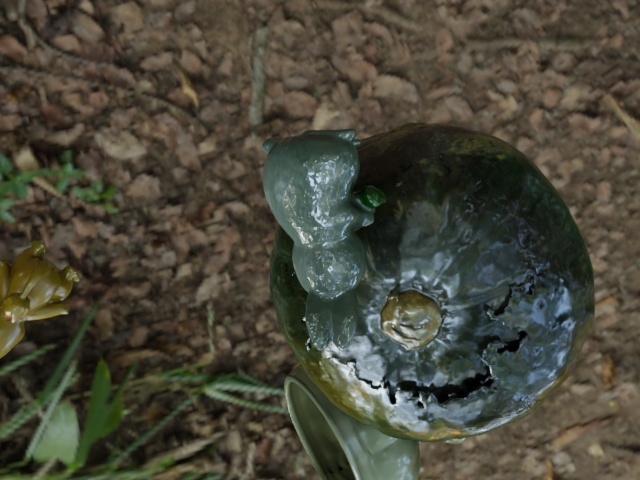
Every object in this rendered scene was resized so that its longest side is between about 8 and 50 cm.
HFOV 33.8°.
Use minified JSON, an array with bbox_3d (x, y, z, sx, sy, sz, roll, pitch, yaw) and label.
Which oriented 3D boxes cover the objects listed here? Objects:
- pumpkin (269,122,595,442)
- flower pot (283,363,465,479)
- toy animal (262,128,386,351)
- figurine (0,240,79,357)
[{"bbox_3d":[0.150,0.059,1.459,0.454,0.454,0.344,-31,180,12],"label":"pumpkin"},{"bbox_3d":[0.104,0.310,1.843,0.244,0.307,0.307,-24,146,-18],"label":"flower pot"},{"bbox_3d":[0.001,-0.006,1.156,0.138,0.236,0.108,3,-173,6],"label":"toy animal"},{"bbox_3d":[-0.417,0.091,1.449,0.121,0.122,0.176,37,89,-9],"label":"figurine"}]
